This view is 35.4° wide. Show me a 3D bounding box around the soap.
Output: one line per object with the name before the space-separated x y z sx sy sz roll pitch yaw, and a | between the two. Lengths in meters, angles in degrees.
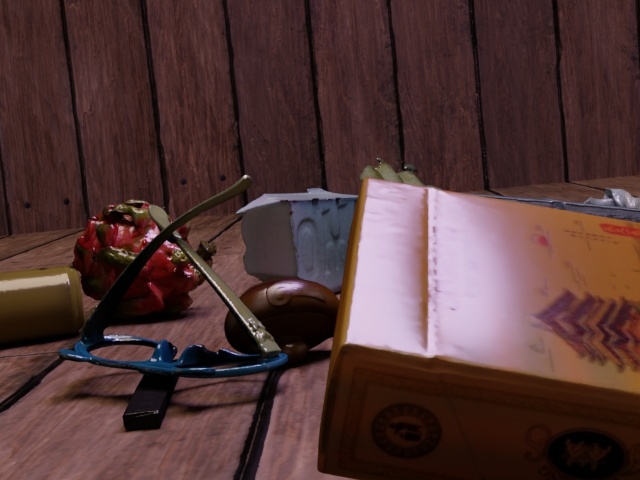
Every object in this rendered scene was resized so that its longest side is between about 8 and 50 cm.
soap | 0.000 0.000 1.390 0.091 0.145 0.231 1 9 41

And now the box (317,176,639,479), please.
box | 0.144 0.055 0.499 0.274 0.076 0.174 9 27 1

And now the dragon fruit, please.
dragon fruit | -0.228 0.025 1.332 0.172 0.166 0.160 27 -26 17

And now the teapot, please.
teapot | -0.029 0.086 0.981 0.129 0.078 0.098 -2 -39 -22

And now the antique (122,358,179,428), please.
antique | -0.146 0.132 0.884 0.031 0.015 0.192 -5 6 -3

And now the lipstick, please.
lipstick | 0.278 -0.010 1.156 0.290 0.076 0.077 3 -2 -13

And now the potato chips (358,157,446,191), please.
potato chips | 0.241 -0.027 1.500 0.373 0.097 0.389 19 8 10

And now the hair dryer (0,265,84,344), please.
hair dryer | -0.393 0.083 1.324 0.135 0.090 0.279 -8 0 -18

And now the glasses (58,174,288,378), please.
glasses | -0.117 0.047 0.940 0.239 0.206 0.102 4 -27 37

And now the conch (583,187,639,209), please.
conch | 0.414 -0.010 1.310 0.135 0.102 0.153 -21 15 -30
